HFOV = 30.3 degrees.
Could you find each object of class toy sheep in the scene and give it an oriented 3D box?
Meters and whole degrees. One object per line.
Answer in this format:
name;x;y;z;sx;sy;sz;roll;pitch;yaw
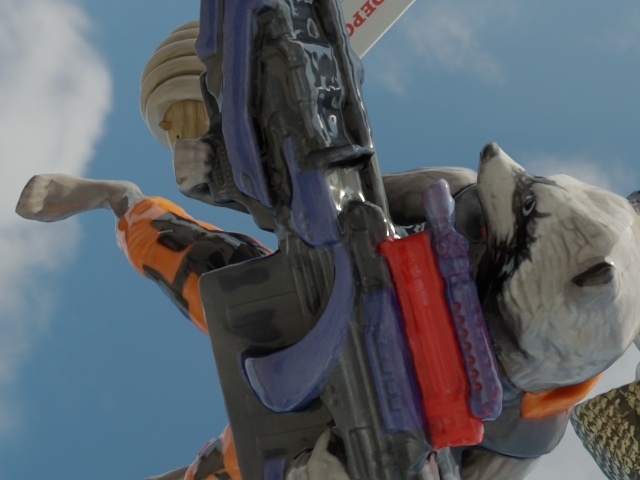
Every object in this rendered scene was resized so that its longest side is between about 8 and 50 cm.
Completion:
toy sheep;-0.076;-0.097;0.770;0.091;0.091;0.132;-20;-137;19

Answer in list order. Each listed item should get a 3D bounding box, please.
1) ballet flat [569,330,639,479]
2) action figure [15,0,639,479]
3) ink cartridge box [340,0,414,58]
ballet flat;0.318;-0.042;0.686;0.182;0.164;0.482;39;-87;16
action figure;0.000;0.000;0.540;0.330;0.179;0.341;-5;-87;44
ink cartridge box;-0.028;-0.303;1.112;0.197;0.273;0.114;-48;-163;-12
